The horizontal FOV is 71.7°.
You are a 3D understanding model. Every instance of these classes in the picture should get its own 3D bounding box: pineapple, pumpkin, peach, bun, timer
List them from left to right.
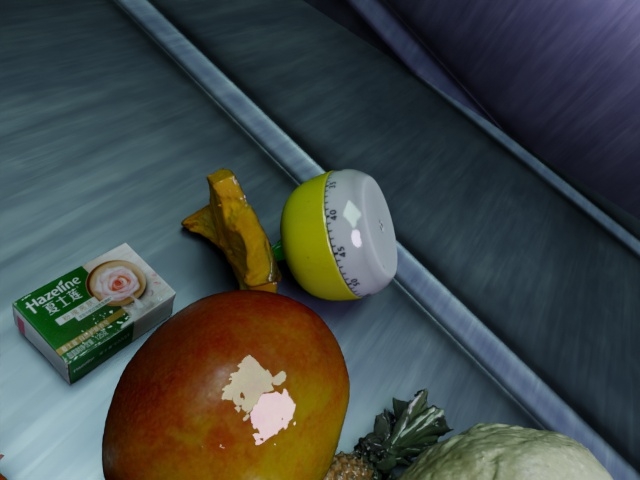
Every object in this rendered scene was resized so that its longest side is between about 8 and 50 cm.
[{"bbox_3d":[-0.121,0.224,0.599,0.332,0.308,0.308,-33,71,-29],"label":"peach"},{"bbox_3d":[-0.158,-0.002,0.797,0.095,0.258,0.290,-25,69,-24],"label":"pumpkin"},{"bbox_3d":[0.000,0.000,0.910,0.284,0.285,0.285,14,47,-15],"label":"timer"},{"bbox_3d":[0.086,0.346,0.708,0.277,0.119,0.130,-17,42,-36],"label":"pineapple"},{"bbox_3d":[0.232,0.388,0.603,0.351,0.349,0.227,-14,37,-11],"label":"bun"}]

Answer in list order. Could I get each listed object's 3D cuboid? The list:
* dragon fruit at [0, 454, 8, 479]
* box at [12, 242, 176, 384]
[{"bbox_3d":[-0.444,0.261,0.434,0.306,0.244,0.227,0,13,-22],"label":"dragon fruit"},{"bbox_3d":[-0.357,0.111,0.717,0.135,0.081,0.199,41,44,11],"label":"box"}]
